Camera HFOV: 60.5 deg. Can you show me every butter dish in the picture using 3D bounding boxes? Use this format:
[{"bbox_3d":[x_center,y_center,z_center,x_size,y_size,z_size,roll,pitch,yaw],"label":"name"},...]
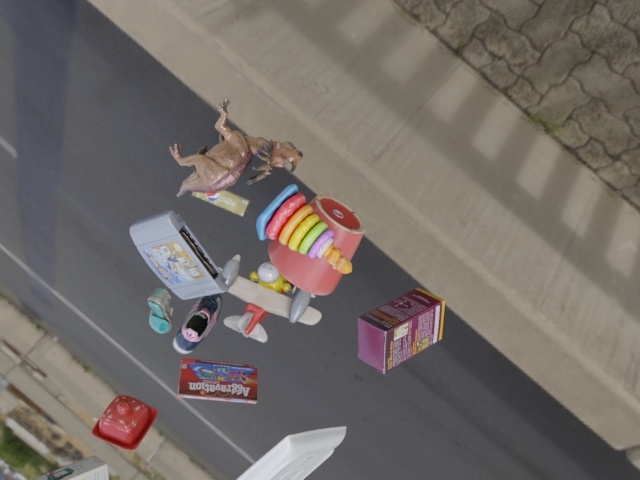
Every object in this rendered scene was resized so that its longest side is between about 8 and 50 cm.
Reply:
[{"bbox_3d":[-0.615,0.548,1.723,0.160,0.160,0.118,18,131,9],"label":"butter dish"}]

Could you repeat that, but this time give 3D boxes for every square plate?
[{"bbox_3d":[-0.109,0.638,1.499,0.049,0.344,0.347,52,-167,28],"label":"square plate"}]

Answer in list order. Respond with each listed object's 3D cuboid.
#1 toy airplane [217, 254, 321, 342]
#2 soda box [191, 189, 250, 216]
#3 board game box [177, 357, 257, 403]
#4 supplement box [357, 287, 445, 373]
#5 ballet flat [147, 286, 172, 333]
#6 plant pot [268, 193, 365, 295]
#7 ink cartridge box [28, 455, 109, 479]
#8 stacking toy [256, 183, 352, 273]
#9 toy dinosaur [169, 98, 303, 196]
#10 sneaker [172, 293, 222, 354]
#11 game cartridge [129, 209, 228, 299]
[{"bbox_3d":[-0.227,0.204,2.190,0.272,0.387,0.384,98,155,-45],"label":"toy airplane"},{"bbox_3d":[-0.324,-0.140,1.800,0.181,0.058,0.061,24,-175,-7],"label":"soda box"},{"bbox_3d":[-0.368,0.509,1.995,0.282,0.145,0.027,10,138,-17],"label":"board game box"},{"bbox_3d":[0.172,0.187,1.167,0.081,0.188,0.104,24,124,45],"label":"supplement box"},{"bbox_3d":[-0.449,0.199,1.568,0.072,0.068,0.213,25,146,4],"label":"ballet flat"},{"bbox_3d":[0.000,0.000,1.800,0.275,0.275,0.243,37,115,2],"label":"plant pot"},{"bbox_3d":[-0.606,0.604,1.251,0.078,0.231,0.134,2,98,45],"label":"ink cartridge box"},{"bbox_3d":[-0.025,-0.008,1.594,0.302,0.165,0.175,38,157,11],"label":"stacking toy"},{"bbox_3d":[-0.207,-0.169,1.234,0.200,0.296,0.127,53,-176,16],"label":"toy dinosaur"},{"bbox_3d":[-0.432,0.280,2.049,0.112,0.319,0.131,33,128,-11],"label":"sneaker"},{"bbox_3d":[-0.426,0.054,1.631,0.198,0.062,0.297,-16,120,29],"label":"game cartridge"}]
